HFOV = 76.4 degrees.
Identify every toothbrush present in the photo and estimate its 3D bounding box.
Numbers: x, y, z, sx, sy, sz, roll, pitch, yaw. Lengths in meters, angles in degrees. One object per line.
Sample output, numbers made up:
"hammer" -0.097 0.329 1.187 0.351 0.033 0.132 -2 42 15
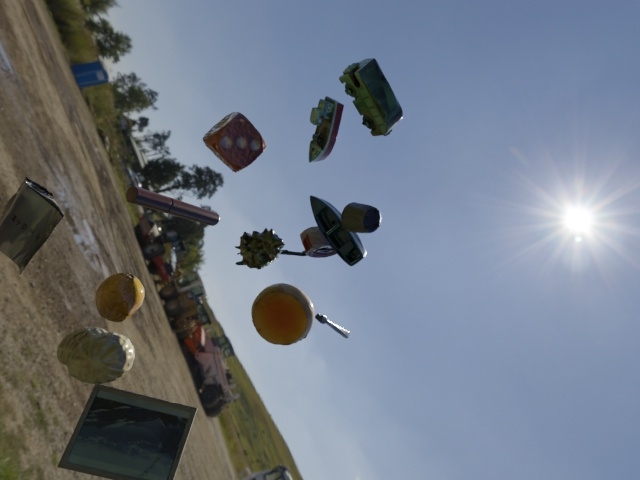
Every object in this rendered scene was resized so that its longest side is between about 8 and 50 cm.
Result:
"toothbrush" 0.050 0.312 1.467 0.031 0.030 0.297 24 -12 32

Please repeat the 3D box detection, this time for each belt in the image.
"belt" 0.000 0.000 1.828 0.128 0.201 0.124 -34 -116 34

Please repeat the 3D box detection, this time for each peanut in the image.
"peanut" -0.584 0.290 1.040 0.299 0.136 0.120 -2 -78 44

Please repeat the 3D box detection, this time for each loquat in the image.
"loquat" -0.860 0.245 1.737 0.234 0.176 0.187 -53 -126 14

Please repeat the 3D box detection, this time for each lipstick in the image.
"lipstick" -0.481 -0.109 1.369 0.357 0.057 0.057 20 36 -59

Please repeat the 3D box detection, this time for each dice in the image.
"dice" -0.328 -0.373 1.557 0.179 0.174 0.175 52 -11 -31

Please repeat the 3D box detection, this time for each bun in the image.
"bun" -0.167 0.337 1.901 0.165 0.299 0.298 -55 132 -71

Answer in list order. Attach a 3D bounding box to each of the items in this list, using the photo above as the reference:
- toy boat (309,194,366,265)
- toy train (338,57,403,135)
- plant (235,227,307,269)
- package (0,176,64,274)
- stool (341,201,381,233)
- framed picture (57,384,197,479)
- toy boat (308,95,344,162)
"toy boat" 0.058 -0.047 1.478 0.096 0.062 0.299 -40 -98 36
"toy train" 0.216 -0.570 1.642 0.326 0.129 0.159 54 -19 -24
"plant" -0.229 0.075 1.847 0.333 0.251 0.180 47 48 -61
"package" -0.823 -0.045 1.147 0.251 0.203 0.062 34 2 28
"stool" 0.125 -0.068 1.247 0.110 0.096 0.096 13 -59 51
"framed picture" -0.589 0.610 1.267 0.022 0.335 0.247 115 -10 -64
"toy boat" 0.002 -0.545 2.032 0.145 0.133 0.331 51 -46 48
